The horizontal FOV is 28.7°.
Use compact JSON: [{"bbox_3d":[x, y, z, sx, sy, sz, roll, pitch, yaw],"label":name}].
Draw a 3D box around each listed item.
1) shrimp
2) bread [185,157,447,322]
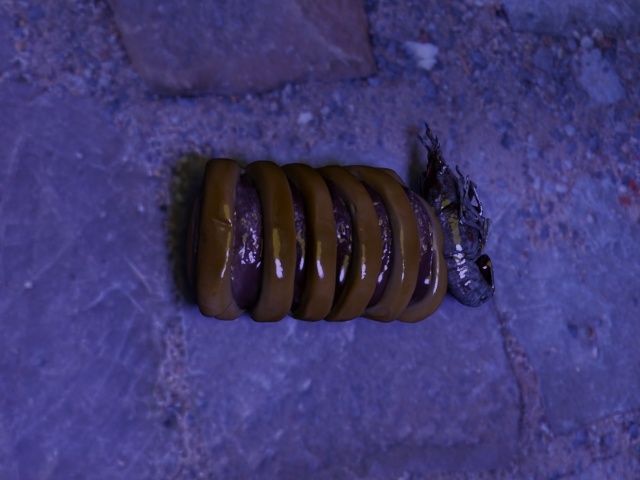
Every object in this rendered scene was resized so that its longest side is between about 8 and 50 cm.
[{"bbox_3d":[0.114,-0.023,1.077,0.065,0.057,0.165,1,79,-51],"label":"shrimp"},{"bbox_3d":[0.000,0.000,1.000,0.225,0.081,0.134,0,77,-27],"label":"bread"}]
